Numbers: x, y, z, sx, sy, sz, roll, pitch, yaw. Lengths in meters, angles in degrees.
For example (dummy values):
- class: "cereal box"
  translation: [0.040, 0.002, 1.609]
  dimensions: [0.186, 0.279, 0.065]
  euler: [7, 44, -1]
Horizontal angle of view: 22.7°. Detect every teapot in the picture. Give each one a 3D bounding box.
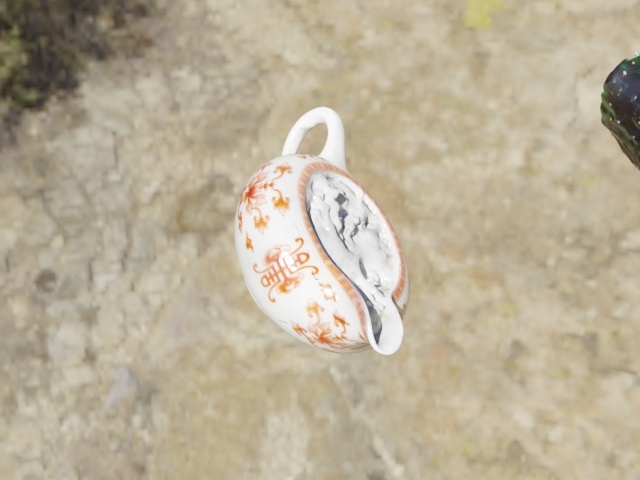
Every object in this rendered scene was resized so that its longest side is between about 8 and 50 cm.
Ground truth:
- class: "teapot"
  translation: [0.000, 0.000, 1.214]
  dimensions: [0.159, 0.116, 0.245]
  euler: [13, 52, -35]

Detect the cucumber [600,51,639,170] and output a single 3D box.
- class: "cucumber"
  translation: [0.176, 0.004, 0.636]
  dimensions: [0.058, 0.052, 0.214]
  euler: [9, 38, -27]
